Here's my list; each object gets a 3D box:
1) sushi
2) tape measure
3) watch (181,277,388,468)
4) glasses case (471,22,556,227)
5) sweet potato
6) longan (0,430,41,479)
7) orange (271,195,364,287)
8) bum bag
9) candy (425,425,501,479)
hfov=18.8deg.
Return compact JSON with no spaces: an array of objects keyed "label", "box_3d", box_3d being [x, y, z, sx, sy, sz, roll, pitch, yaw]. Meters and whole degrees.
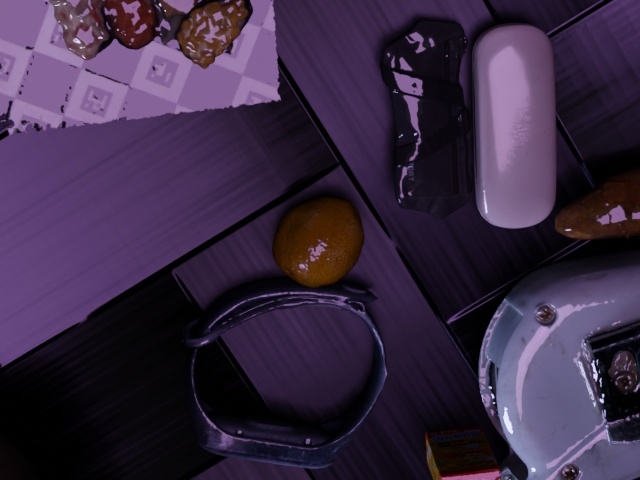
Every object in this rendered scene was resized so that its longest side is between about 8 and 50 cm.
[{"label":"sushi","box_3d":[-0.188,-0.230,1.813,0.290,0.050,0.264,-5,107,-3]},{"label":"tape measure","box_3d":[0.276,0.141,1.915,0.243,0.125,0.246,-22,107,-6]},{"label":"watch","box_3d":[-0.039,0.127,1.928,0.206,0.068,0.193,11,102,-11]},{"label":"glasses case","box_3d":[0.188,-0.110,1.879,0.081,0.051,0.204,-4,107,-7]},{"label":"sweet potato","box_3d":[0.375,-0.038,1.898,0.292,0.097,0.097,-3,107,4]},{"label":"longan","box_3d":[-0.373,0.337,1.839,0.361,0.361,0.361,-1,107,-4]},{"label":"orange","box_3d":[0.000,0.000,1.883,0.095,0.085,0.085,-46,106,-14]},{"label":"bum bag","box_3d":[0.102,-0.116,1.876,0.087,0.049,0.198,-14,109,-26]},{"label":"candy","box_3d":[0.144,0.227,1.942,0.062,0.122,0.038,-7,107,-2]}]
